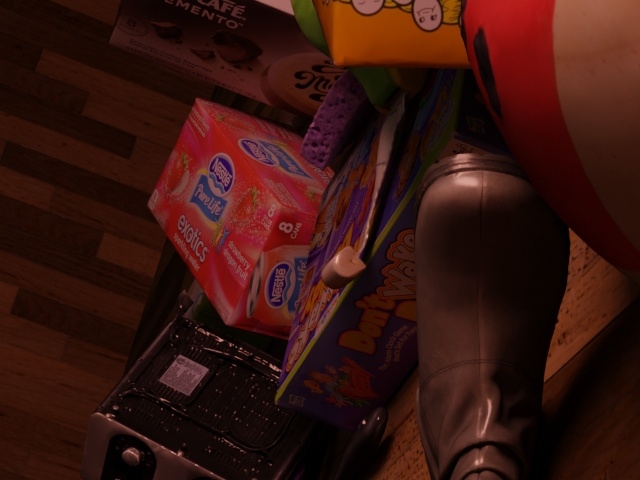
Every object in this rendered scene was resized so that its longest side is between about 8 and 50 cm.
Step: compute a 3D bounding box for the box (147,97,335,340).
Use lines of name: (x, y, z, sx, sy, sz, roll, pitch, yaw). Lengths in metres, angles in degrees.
box: (-0.055, -0.020, 1.706, 0.128, 0.122, 0.257, -64, 31, 17)

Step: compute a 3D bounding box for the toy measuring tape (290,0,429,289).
toy measuring tape: (0.019, -0.131, 1.316, 0.121, 0.121, 0.330, 134, 155, -67)

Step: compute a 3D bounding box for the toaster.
toaster: (-0.096, 0.163, 1.545, 0.186, 0.168, 0.110, -54, -12, -50)

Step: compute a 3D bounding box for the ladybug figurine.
ladybug figurine: (0.167, -0.139, 0.829, 0.449, 0.162, 0.305, -104, 35, -74)

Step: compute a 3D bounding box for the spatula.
spatula: (0.001, 0.194, 1.444, 0.084, 0.030, 0.296, -60, 4, -33)

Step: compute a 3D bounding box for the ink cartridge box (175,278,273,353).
ink cartridge box: (-0.113, 0.073, 2.145, 0.255, 0.097, 0.189, -81, 15, -48)

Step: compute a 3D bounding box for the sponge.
sponge: (0.067, -0.153, 1.534, 0.210, 0.031, 0.117, -46, -8, -32)

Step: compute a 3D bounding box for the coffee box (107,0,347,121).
coffee box: (-0.032, -0.217, 1.699, 0.168, 0.297, 0.119, 129, 159, -61)

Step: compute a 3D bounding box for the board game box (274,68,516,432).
board game box: (0.079, -0.043, 1.374, 0.347, 0.078, 0.233, 121, 166, -47)

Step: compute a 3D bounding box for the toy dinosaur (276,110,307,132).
toy dinosaur: (-0.007, -0.268, 2.006, 0.200, 0.127, 0.296, -107, 10, -71)

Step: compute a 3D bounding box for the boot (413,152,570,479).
boot: (0.088, 0.090, 0.940, 0.161, 0.083, 0.246, -83, -8, -47)

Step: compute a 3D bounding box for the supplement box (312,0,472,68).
supplement box: (0.101, -0.300, 1.102, 0.195, 0.194, 0.357, -102, 14, -65)
